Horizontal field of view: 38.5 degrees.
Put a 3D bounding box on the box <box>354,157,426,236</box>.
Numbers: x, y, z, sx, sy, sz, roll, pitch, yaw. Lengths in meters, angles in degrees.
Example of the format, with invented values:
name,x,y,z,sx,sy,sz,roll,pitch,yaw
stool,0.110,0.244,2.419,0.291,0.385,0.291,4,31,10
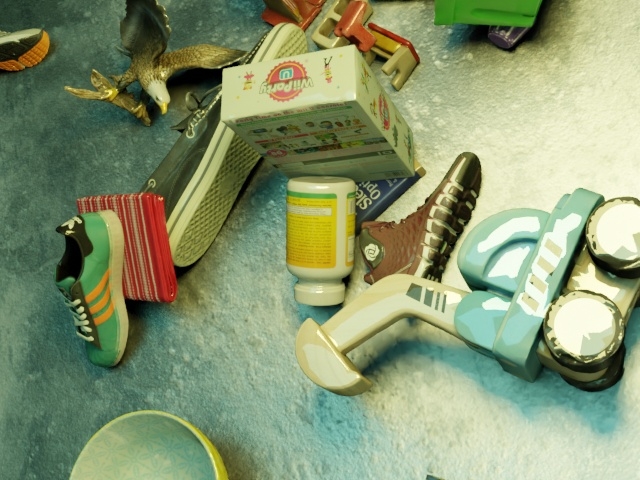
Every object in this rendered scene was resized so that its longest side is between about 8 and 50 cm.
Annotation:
name,x,y,z,sx,sy,sz,roll,pitch,yaw
box,0.061,-0.093,1.635,0.225,0.036,0.136,-44,61,5

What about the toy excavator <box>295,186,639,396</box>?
name,x,y,z,sx,sy,sz,roll,pitch,yaw
toy excavator,0.236,0.093,1.374,0.445,0.222,0.432,23,81,25

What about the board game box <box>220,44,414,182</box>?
name,x,y,z,sx,sy,sz,roll,pitch,yaw
board game box,0.005,-0.188,1.497,0.224,0.303,0.097,-6,71,21

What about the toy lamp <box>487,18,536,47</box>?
name,x,y,z,sx,sy,sz,roll,pitch,yaw
toy lamp,0.380,-0.462,1.603,0.080,0.080,0.274,28,82,29

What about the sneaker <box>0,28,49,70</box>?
name,x,y,z,sx,sy,sz,roll,pitch,yaw
sneaker,-0.728,-0.445,2.065,0.263,0.099,0.121,-14,63,17

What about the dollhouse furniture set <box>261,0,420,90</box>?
name,x,y,z,sx,sy,sz,roll,pitch,yaw
dollhouse furniture set,0.015,-0.452,1.684,0.374,0.201,0.152,33,87,29

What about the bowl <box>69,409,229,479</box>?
name,x,y,z,sx,sy,sz,roll,pitch,yaw
bowl,-0.259,0.434,1.520,0.290,0.156,0.289,-7,70,21

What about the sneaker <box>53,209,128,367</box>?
name,x,y,z,sx,sy,sz,roll,pitch,yaw
sneaker,-0.429,0.096,1.669,0.108,0.121,0.302,16,111,44

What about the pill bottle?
name,x,y,z,sx,sy,sz,roll,pitch,yaw
pill bottle,0.000,0.000,1.552,0.118,0.118,0.208,5,102,25

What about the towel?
name,x,y,z,sx,sy,sz,roll,pitch,yaw
towel,-0.358,0.012,1.684,0.275,0.031,0.198,1,102,48

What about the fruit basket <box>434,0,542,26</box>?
name,x,y,z,sx,sy,sz,roll,pitch,yaw
fruit basket,0.235,-0.558,1.522,0.392,0.283,0.391,-1,77,4

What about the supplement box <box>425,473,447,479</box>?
name,x,y,z,sx,sy,sz,roll,pitch,yaw
supplement box,0.194,0.409,1.390,0.083,0.056,0.083,14,79,27

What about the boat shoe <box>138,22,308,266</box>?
name,x,y,z,sx,sy,sz,roll,pitch,yaw
boat shoe,-0.191,-0.194,1.698,0.156,0.187,0.500,32,92,23

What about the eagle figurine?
name,x,y,z,sx,sy,sz,roll,pitch,yaw
eagle figurine,-0.308,-0.347,1.774,0.298,0.226,0.225,-41,86,33

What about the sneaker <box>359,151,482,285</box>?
name,x,y,z,sx,sy,sz,roll,pitch,yaw
sneaker,0.150,-0.037,1.539,0.163,0.106,0.281,21,82,31
